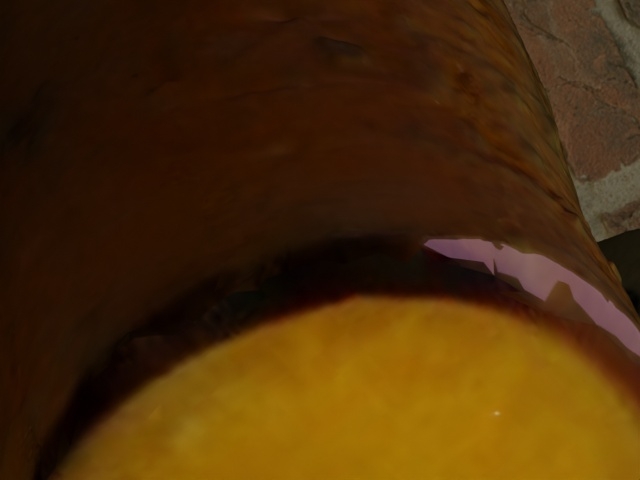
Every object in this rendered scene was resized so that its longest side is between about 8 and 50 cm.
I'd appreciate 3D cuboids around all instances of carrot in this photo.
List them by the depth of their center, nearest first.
[{"bbox_3d":[-0.023,-0.001,0.598,0.224,0.224,0.340,59,4,-31],"label":"carrot"}]

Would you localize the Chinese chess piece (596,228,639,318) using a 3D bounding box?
[{"bbox_3d":[0.177,0.146,1.276,0.146,0.349,0.349,44,9,-16],"label":"Chinese chess piece"}]
